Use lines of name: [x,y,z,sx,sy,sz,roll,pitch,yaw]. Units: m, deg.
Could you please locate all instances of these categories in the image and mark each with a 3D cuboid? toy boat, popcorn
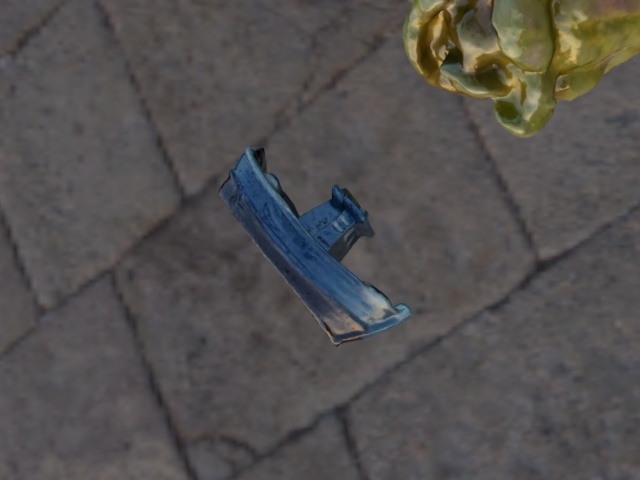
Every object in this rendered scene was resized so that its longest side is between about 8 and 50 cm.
toy boat: [0.000,0.000,1.007,0.061,0.060,0.137,-37,64,-1]
popcorn: [0.165,-0.223,1.398,0.259,0.259,0.212,46,158,29]
